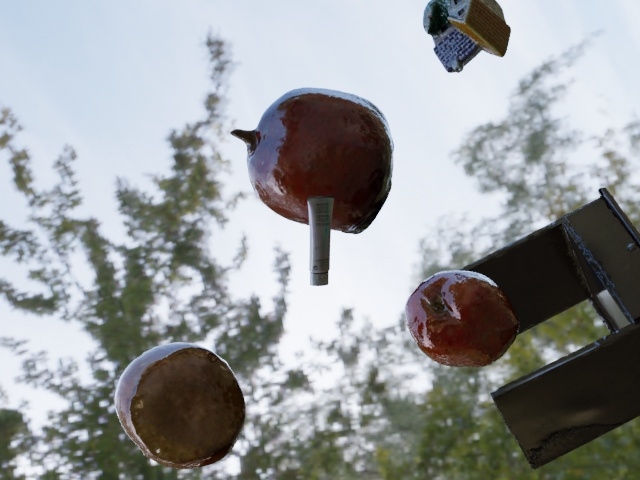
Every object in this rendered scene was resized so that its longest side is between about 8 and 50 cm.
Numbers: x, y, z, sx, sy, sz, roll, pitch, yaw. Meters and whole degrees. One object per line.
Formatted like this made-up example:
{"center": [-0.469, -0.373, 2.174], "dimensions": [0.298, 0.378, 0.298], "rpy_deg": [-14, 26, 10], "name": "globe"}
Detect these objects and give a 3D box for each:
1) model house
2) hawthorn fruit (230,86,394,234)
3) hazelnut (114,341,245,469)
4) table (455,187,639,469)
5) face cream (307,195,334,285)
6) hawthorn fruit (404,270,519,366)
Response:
{"center": [0.194, -0.284, 1.537], "dimensions": [0.088, 0.101, 0.100], "rpy_deg": [33, -147, -30], "name": "model house"}
{"center": [-0.014, -0.122, 1.631], "dimensions": [0.250, 0.215, 0.215], "rpy_deg": [10, -111, -15], "name": "hawthorn fruit"}
{"center": [-0.164, 0.191, 1.284], "dimensions": [0.150, 0.150, 0.150], "rpy_deg": [16, -113, -43], "name": "hazelnut"}
{"center": [0.349, 0.122, 1.591], "dimensions": [0.196, 0.282, 0.250], "rpy_deg": [57, -172, -41], "name": "table"}
{"center": [0.000, 0.000, 1.414], "dimensions": [0.038, 0.020, 0.115], "rpy_deg": [-5, -77, -27], "name": "face cream"}
{"center": [0.157, 0.087, 1.266], "dimensions": [0.128, 0.128, 0.128], "rpy_deg": [16, -113, -43], "name": "hawthorn fruit"}
